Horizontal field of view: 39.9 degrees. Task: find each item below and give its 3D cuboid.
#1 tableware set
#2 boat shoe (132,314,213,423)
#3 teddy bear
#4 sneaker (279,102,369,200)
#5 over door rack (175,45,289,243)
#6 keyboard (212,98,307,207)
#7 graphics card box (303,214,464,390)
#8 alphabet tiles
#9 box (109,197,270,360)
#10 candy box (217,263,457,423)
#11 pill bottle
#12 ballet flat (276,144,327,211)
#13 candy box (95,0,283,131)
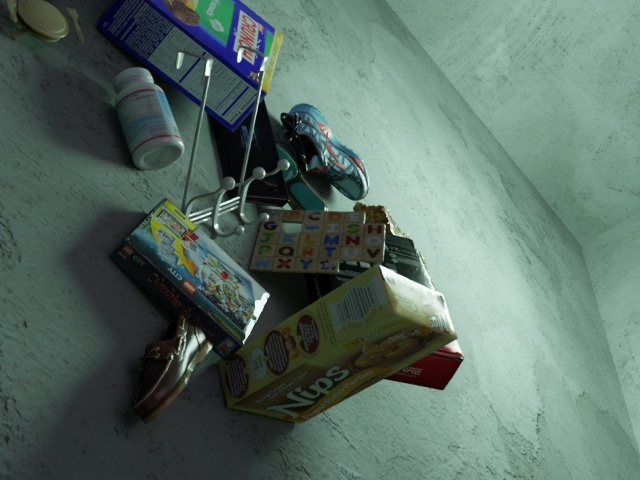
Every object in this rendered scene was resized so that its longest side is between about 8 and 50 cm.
[{"bbox_3d":[-0.462,-0.385,1.413,0.128,0.039,0.194,10,48,-44],"label":"tableware set"},{"bbox_3d":[-0.212,0.169,1.193,0.073,0.073,0.207,51,18,-10],"label":"boat shoe"},{"bbox_3d":[0.160,0.048,1.959,0.245,0.113,0.338,67,13,22],"label":"teddy bear"},{"bbox_3d":[-0.001,-0.175,1.978,0.262,0.104,0.125,47,44,-12],"label":"sneaker"},{"bbox_3d":[-0.143,-0.160,1.487,0.239,0.108,0.324,-31,125,-66],"label":"over door rack"},{"bbox_3d":[-0.116,-0.195,1.763,0.202,0.033,0.317,4,53,-25],"label":"keyboard"},{"bbox_3d":[0.099,0.106,1.624,0.233,0.094,0.371,13,32,-20],"label":"graphics card box"},{"bbox_3d":[0.000,0.000,1.629,0.198,0.237,0.009,-81,171,-55],"label":"alphabet tiles"},{"bbox_3d":[-0.193,0.056,1.348,0.233,0.044,0.159,44,27,-9],"label":"box"},{"bbox_3d":[0.023,0.165,1.327,0.183,0.316,0.087,26,40,-48],"label":"candy box"},{"bbox_3d":[-0.289,-0.203,1.458,0.087,0.087,0.160,13,49,-57],"label":"pill bottle"},{"bbox_3d":[-0.062,-0.106,1.787,0.073,0.067,0.206,-25,66,-22],"label":"ballet flat"},{"bbox_3d":[-0.238,-0.400,1.696,0.317,0.122,0.268,37,31,-21],"label":"candy box"}]
